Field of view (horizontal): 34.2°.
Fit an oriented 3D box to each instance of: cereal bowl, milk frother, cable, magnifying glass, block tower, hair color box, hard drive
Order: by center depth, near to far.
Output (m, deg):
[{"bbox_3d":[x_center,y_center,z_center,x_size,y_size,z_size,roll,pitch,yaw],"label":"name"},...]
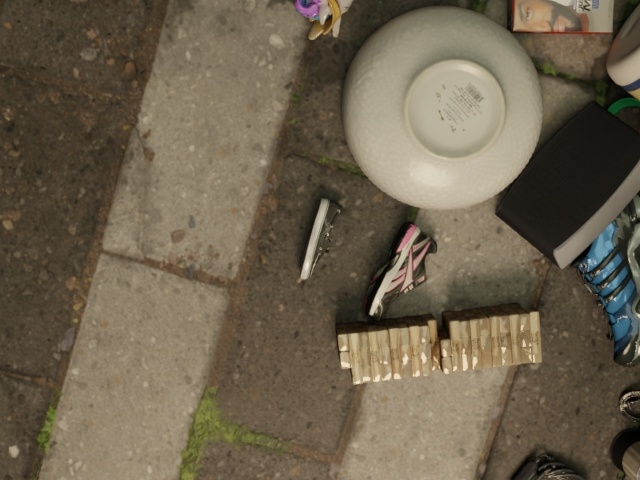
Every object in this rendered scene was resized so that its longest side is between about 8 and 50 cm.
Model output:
[{"bbox_3d":[0.203,-0.212,1.684,0.339,0.141,0.339,0,98,-3],"label":"cereal bowl"},{"bbox_3d":[0.395,-0.388,1.715,0.167,0.053,0.093,-1,99,-2],"label":"hair color box"},{"bbox_3d":[0.422,-0.098,1.717,0.254,0.054,0.172,-49,64,4],"label":"hard drive"},{"bbox_3d":[0.543,-0.131,1.721,0.092,0.026,0.231,-32,69,30],"label":"magnifying glass"},{"bbox_3d":[0.197,0.173,1.762,0.335,0.097,0.091,-6,98,-1],"label":"block tower"},{"bbox_3d":[0.561,0.348,1.787,0.129,0.135,0.143,-36,99,1],"label":"milk frother"},{"bbox_3d":[0.389,0.476,1.844,0.150,0.047,0.184,36,92,-13],"label":"cable"}]

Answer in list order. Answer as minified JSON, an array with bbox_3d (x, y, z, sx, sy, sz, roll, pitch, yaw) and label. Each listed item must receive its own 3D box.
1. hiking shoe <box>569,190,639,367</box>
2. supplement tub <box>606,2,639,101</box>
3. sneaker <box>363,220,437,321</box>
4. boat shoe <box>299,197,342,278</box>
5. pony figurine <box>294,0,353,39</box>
[{"bbox_3d":[0.489,0.064,1.767,0.132,0.113,0.304,-2,89,6],"label":"hiking shoe"},{"bbox_3d":[0.644,-0.267,1.659,0.316,0.228,0.228,35,94,-8],"label":"supplement tub"},{"bbox_3d":[0.140,0.062,1.752,0.077,0.072,0.178,28,95,-9],"label":"sneaker"},{"bbox_3d":[0.000,0.000,1.746,0.040,0.049,0.142,16,94,-6],"label":"boat shoe"},{"bbox_3d":[0.075,-0.487,1.558,0.363,0.351,0.303,-40,63,4],"label":"pony figurine"}]
